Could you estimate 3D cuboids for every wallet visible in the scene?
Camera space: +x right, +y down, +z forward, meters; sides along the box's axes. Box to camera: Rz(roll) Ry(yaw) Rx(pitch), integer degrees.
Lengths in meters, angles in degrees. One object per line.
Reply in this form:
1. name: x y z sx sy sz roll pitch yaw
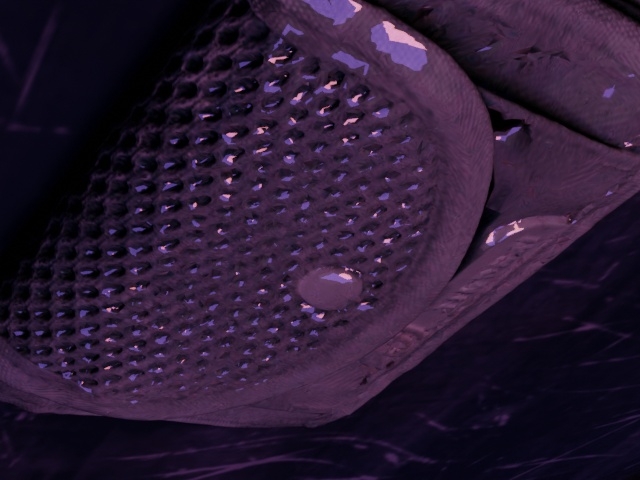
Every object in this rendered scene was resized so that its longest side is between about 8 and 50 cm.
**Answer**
1. wallet: 0.000 0.000 0.525 0.237 0.075 0.342 15 137 -36
